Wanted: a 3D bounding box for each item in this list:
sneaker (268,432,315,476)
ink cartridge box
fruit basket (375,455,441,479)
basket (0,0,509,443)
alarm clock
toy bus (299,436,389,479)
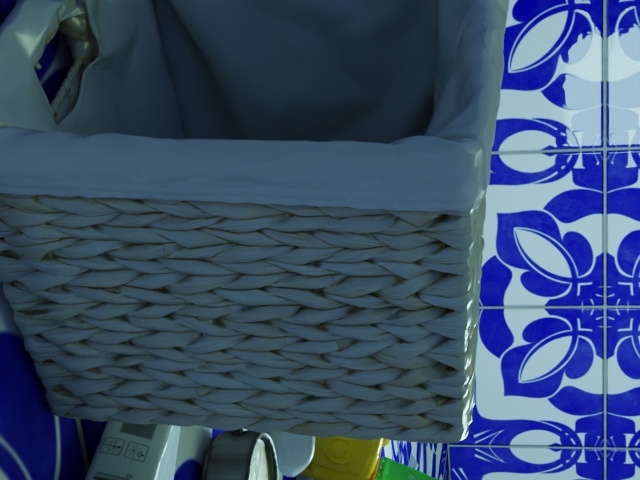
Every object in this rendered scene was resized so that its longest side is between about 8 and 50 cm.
[{"bbox_3d":[-0.030,0.198,1.470,0.094,0.080,0.212,91,9,-66],"label":"sneaker"},{"bbox_3d":[-0.159,0.246,0.907,0.189,0.066,0.232,-77,-177,-50],"label":"ink cartridge box"},{"bbox_3d":[0.085,0.514,1.691,0.327,0.165,0.353,6,100,-84],"label":"fruit basket"},{"bbox_3d":[-0.032,-0.060,0.817,0.328,0.331,0.266,-77,164,-48],"label":"basket"},{"bbox_3d":[-0.085,0.242,1.178,0.129,0.064,0.192,-25,116,-77],"label":"alarm clock"},{"bbox_3d":[0.041,0.270,1.639,0.220,0.149,0.211,-62,163,-71],"label":"toy bus"}]
